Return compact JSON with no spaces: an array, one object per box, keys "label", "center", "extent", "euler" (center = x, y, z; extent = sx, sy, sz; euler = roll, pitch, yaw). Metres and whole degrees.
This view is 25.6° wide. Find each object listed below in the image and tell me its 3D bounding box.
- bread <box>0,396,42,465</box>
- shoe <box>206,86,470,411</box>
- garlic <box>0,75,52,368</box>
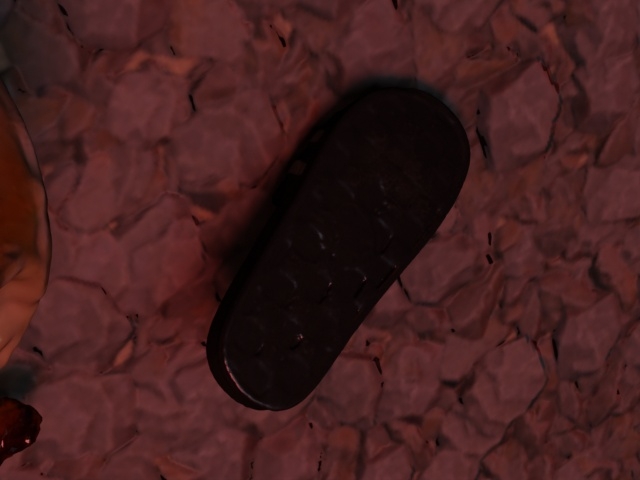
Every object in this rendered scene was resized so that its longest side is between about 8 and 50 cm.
[{"label":"bread","center":[-0.237,0.093,0.522],"extent":[0.269,0.095,0.139],"euler":[21,100,-49]},{"label":"shoe","center":[0.000,0.000,0.640],"extent":[0.071,0.049,0.179],"euler":[45,61,-20]},{"label":"garlic","center":[-0.202,-0.033,0.444],"extent":[0.245,0.164,0.145],"euler":[22,113,-29]}]
